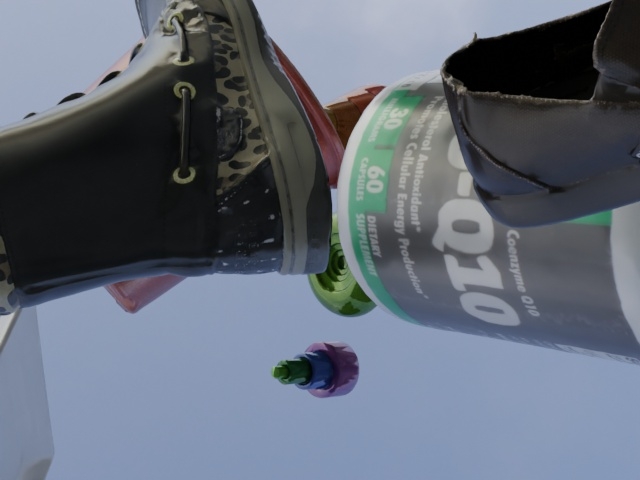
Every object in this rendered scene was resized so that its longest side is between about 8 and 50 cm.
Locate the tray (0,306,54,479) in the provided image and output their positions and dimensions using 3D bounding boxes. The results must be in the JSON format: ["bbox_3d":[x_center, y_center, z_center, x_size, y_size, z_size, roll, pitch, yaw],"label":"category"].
[{"bbox_3d":[-0.251,0.164,0.883,0.030,0.270,0.145,16,-128,3],"label":"tray"}]

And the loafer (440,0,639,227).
[{"bbox_3d":[0.127,-0.064,0.388,0.078,0.220,0.080,45,-135,-26],"label":"loafer"}]

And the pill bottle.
[{"bbox_3d":[0.199,-0.021,0.775,0.204,0.361,0.204,-4,-84,-41],"label":"pill bottle"}]

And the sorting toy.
[{"bbox_3d":[0.000,0.000,1.282,0.126,0.127,0.366,2,-81,-46],"label":"sorting toy"}]

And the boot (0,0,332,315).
[{"bbox_3d":[-0.110,-0.058,0.544,0.178,0.085,0.236,-13,-135,-15],"label":"boot"}]

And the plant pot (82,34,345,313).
[{"bbox_3d":[-0.158,-0.081,1.188,0.265,0.272,0.272,-40,-95,-11],"label":"plant pot"}]
